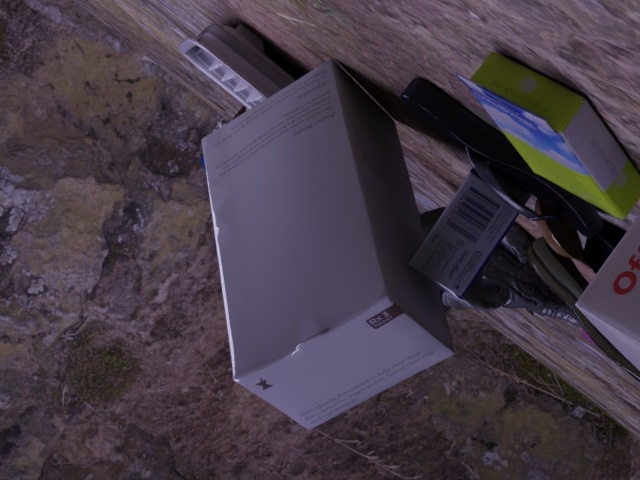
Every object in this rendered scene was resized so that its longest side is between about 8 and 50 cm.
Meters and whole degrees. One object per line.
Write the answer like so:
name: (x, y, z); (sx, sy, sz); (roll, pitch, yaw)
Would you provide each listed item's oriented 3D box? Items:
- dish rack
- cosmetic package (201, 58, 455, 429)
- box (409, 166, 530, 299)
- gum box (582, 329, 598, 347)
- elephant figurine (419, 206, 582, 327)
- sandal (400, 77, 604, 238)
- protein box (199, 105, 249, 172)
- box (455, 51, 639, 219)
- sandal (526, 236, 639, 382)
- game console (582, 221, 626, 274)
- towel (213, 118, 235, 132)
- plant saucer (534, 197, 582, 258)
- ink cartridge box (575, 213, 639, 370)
dish rack: (-0.053, -0.205, 2.134); (0.333, 0.072, 0.285); (38, 178, -10)
cosmetic package: (0.000, 0.000, 1.740); (0.156, 0.217, 0.385); (39, -149, -44)
box: (0.169, -0.014, 1.638); (0.072, 0.126, 0.137); (34, -166, 5)
gum box: (0.425, 0.143, 1.909); (0.188, 0.062, 0.107); (36, 177, 15)
elephant figurine: (0.236, 0.037, 1.999); (0.239, 0.186, 0.169); (20, 122, 44)
sandal: (0.183, -0.074, 1.526); (0.254, 0.054, 0.097); (37, 177, 18)
protein box: (-0.051, -0.084, 2.338); (0.201, 0.136, 0.200); (20, -149, -42)
box: (0.196, -0.091, 1.235); (0.109, 0.042, 0.178); (34, 175, 40)
sandal: (0.360, 0.088, 1.758); (0.303, 0.086, 0.120); (53, -168, 32)
game console: (0.424, 0.115, 1.584); (0.361, 0.044, 0.213); (45, 173, -38)
towel: (-0.084, -0.113, 1.990); (0.152, 0.023, 0.113); (-17, -94, -63)
plant saucer: (0.253, -0.013, 1.582); (0.083, 0.015, 0.083); (42, -150, -31)
ink cartridge box: (0.310, 0.052, 0.864); (0.232, 0.171, 0.168); (35, 176, 43)
